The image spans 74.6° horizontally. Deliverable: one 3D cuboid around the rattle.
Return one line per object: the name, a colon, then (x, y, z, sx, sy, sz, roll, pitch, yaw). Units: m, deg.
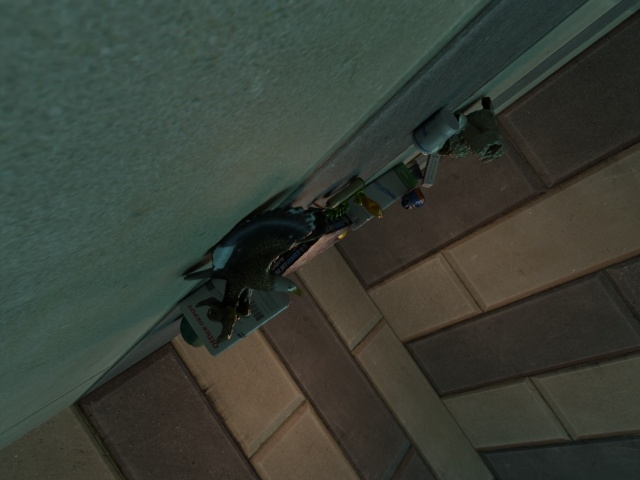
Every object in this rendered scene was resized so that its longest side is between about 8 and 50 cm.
rattle: (0.071, -0.084, 1.191, 0.130, 0.143, 0.199, -13, -162, 38)

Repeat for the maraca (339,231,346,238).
maraca: (0.085, -0.061, 2.400, 0.127, 0.099, 0.185, -38, -157, -12)

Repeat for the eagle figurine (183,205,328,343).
eagle figurine: (-0.123, 0.040, 0.879, 0.226, 0.225, 0.299, 36, -78, 51)

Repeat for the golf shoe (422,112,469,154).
golf shoe: (0.385, -0.348, 1.346, 0.176, 0.069, 0.086, -39, 156, 20)

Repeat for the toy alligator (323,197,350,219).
toy alligator: (0.042, -0.099, 1.445, 0.189, 0.051, 0.056, -34, 177, -21)

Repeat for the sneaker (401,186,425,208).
sneaker: (0.369, -0.166, 1.720, 0.087, 0.083, 0.221, -24, 173, 7)

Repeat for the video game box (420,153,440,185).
video game box: (0.512, -0.343, 1.939, 0.205, 0.048, 0.187, -20, 126, -80)

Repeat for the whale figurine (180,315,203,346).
whale figurine: (-0.490, 0.314, 1.786, 0.216, 0.141, 0.272, -37, -159, 53)

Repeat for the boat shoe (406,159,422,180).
boat shoe: (0.398, -0.286, 2.090, 0.116, 0.099, 0.319, -33, 177, -26)

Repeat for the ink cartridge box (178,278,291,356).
ink cartridge box: (-0.258, 0.191, 1.292, 0.272, 0.199, 0.115, -34, 179, 2)

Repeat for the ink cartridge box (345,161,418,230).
ink cartridge box: (0.235, -0.178, 1.744, 0.278, 0.117, 0.201, -35, 178, -19)

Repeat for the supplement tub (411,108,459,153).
supplement tub: (0.296, -0.281, 1.091, 0.071, 0.071, 0.107, -32, 176, -44)

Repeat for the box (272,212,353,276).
box: (-0.039, 0.019, 1.673, 0.293, 0.073, 0.295, -44, 171, 28)

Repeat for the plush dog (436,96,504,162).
plush dog: (0.494, -0.360, 1.452, 0.225, 0.211, 0.262, -15, 178, 25)

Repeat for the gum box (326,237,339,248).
gum box: (0.000, 0.000, 2.197, 0.188, 0.107, 0.062, -34, 178, -18)
